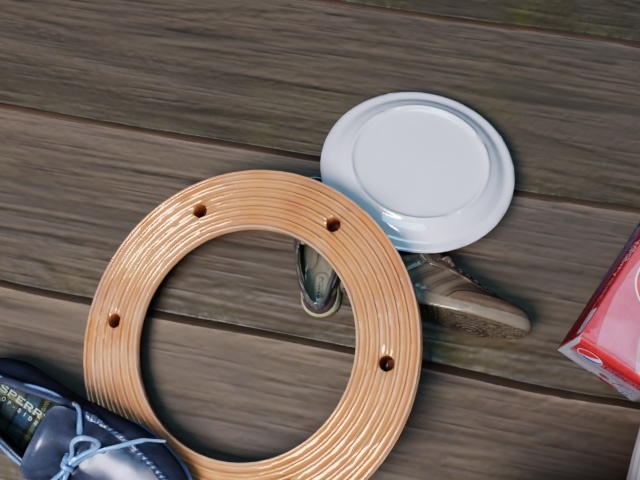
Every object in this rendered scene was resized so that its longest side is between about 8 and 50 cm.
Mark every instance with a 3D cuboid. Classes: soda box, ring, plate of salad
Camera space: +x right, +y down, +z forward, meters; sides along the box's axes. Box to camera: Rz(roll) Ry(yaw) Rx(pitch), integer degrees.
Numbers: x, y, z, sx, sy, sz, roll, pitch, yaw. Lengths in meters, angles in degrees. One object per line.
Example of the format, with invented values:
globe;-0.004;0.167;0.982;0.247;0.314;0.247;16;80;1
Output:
soda box;0.341;0.020;0.700;0.092;0.083;0.263;34;77;13
ring;-0.070;0.097;0.695;0.337;0.032;0.336;-4;75;15
plate of salad;0.099;-0.071;0.761;0.200;0.048;0.199;1;61;-2

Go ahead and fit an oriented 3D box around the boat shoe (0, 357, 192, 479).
boat shoe;-0.238;0.190;0.657;0.258;0.089;0.109;20;85;19

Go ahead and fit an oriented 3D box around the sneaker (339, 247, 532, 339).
sneaker;0.117;0.041;0.715;0.189;0.066;0.071;15;68;7

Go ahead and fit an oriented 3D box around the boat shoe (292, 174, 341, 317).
boat shoe;0.000;0.000;0.742;0.056;0.049;0.152;-5;73;-1

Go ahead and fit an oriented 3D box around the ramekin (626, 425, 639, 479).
ramekin;0.369;0.191;0.556;0.273;0.273;0.127;13;62;7
